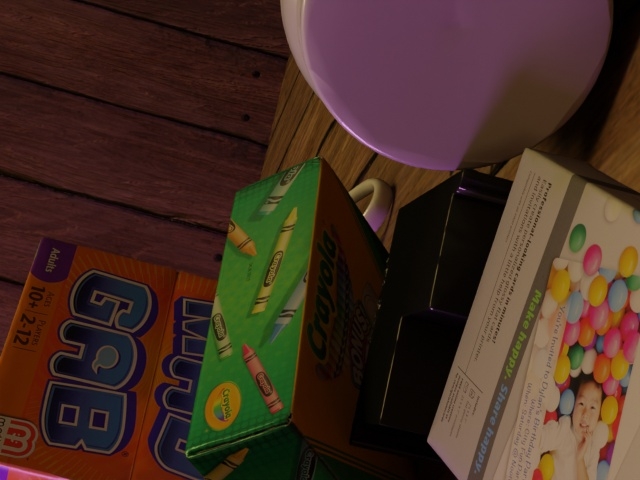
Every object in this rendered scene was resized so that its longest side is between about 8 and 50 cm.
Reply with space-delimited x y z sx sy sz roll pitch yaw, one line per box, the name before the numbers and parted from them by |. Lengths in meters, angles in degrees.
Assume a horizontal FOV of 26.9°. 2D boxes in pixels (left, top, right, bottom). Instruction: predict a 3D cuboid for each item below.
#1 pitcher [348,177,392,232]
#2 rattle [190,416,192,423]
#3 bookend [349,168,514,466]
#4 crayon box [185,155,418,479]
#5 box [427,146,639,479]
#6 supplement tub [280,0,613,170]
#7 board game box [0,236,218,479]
pitcher | 0.000 0.000 1.416 0.178 0.125 0.207 -54 19 2
rattle | -0.048 0.214 1.350 0.130 0.142 0.200 -42 -33 -42
bookend | 0.081 0.052 0.787 0.157 0.072 0.156 142 141 -77
crayon box | -0.002 0.090 0.949 0.081 0.165 0.278 -22 34 21
box | 0.110 0.058 0.517 0.186 0.038 0.145 -133 57 -63
supplement tub | 0.071 -0.168 0.831 0.272 0.191 0.191 -92 18 -66
board game box | -0.242 0.278 1.690 0.356 0.356 0.357 -83 11 -47
